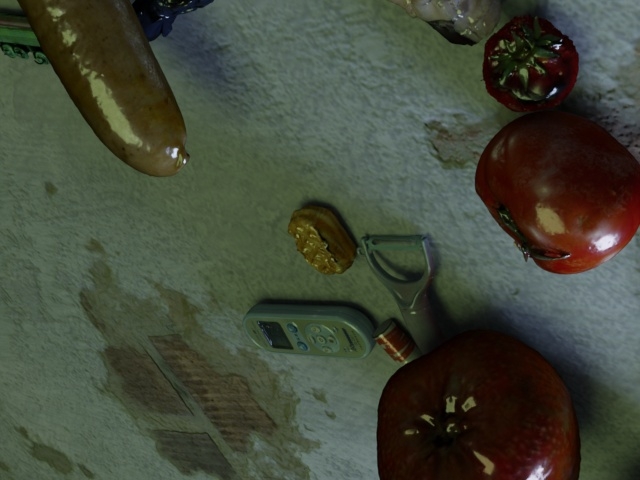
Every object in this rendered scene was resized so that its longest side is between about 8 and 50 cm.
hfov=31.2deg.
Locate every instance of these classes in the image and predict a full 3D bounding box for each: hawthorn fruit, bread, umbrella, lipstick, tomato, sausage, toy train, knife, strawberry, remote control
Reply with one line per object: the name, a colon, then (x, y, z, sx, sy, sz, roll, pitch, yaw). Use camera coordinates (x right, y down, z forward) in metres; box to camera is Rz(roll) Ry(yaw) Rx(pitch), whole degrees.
hawthorn fruit: (0.212, 0.273, 1.491, 0.275, 0.275, 0.300, 4, 142, 38)
bread: (0.000, 0.000, 1.570, 0.083, 0.044, 0.111, -2, 130, 44)
umbrella: (-0.209, -0.285, 1.432, 0.071, 0.071, 0.248, 50, 141, -14)
lipstick: (0.131, 0.171, 1.641, 0.131, 0.038, 0.038, 46, 143, -10)
tomato: (0.252, -0.054, 1.197, 0.187, 0.151, 0.187, 52, -175, -7)
sausage: (-0.298, -0.300, 1.381, 0.136, 0.123, 0.501, -12, 107, 42)
toy train: (-0.411, -0.288, 1.628, 0.148, 0.038, 0.071, 12, 136, 31)
knife: (0.138, 0.113, 1.567, 0.123, 0.053, 0.278, 5, 131, 45)
strawberry: (0.213, -0.178, 1.165, 0.106, 0.106, 0.106, 23, 141, 21)
remote control: (-0.018, 0.133, 1.725, 0.244, 0.047, 0.087, 0, 132, 41)

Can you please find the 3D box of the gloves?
gloves: (0.121, -0.262, 1.149, 0.110, 0.094, 0.144, 39, 175, 43)
